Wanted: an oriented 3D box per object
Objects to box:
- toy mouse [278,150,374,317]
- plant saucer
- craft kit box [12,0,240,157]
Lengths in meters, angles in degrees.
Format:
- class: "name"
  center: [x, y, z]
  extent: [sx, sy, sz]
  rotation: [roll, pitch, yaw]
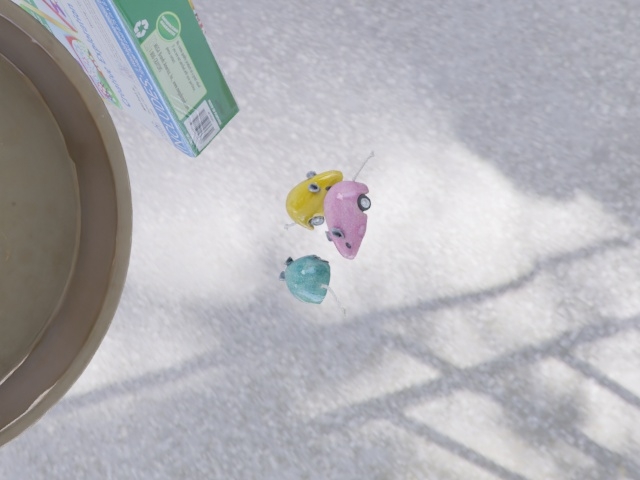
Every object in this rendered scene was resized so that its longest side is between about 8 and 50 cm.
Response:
- class: "toy mouse"
  center: [0.000, 0.000, 1.032]
  extent: [0.031, 0.143, 0.161]
  rotation: [15, 140, -25]
- class: "plant saucer"
  center: [-0.234, -0.006, 0.661]
  extent: [0.278, 0.041, 0.278]
  rotation: [-6, 103, -26]
- class: "craft kit box"
  center: [-0.185, -0.191, 0.821]
  extent: [0.061, 0.246, 0.250]
  rotation: [-50, 149, -18]
